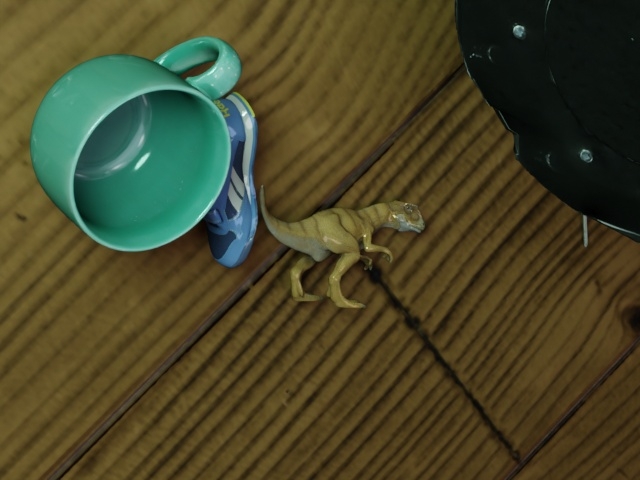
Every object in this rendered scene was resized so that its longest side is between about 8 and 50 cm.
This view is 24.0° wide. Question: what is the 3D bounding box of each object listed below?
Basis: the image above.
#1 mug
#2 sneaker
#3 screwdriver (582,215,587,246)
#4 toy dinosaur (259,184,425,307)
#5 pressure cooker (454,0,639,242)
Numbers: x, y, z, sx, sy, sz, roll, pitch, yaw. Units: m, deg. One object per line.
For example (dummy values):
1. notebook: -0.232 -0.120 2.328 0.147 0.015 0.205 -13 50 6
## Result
1. mug: -0.134 -0.075 1.099 0.158 0.097 0.129 -24 127 -26
2. sneaker: -0.085 -0.045 1.189 0.059 0.053 0.144 -15 115 -32
3. screwdriver: 0.259 -0.055 1.469 0.024 0.025 0.170 -30 130 -21
4. toy dinosaur: 0.000 0.000 1.286 0.211 0.064 0.112 -5 104 -47
5. pressure cooker: 0.346 -0.237 1.161 0.375 0.370 0.420 51 49 -6
